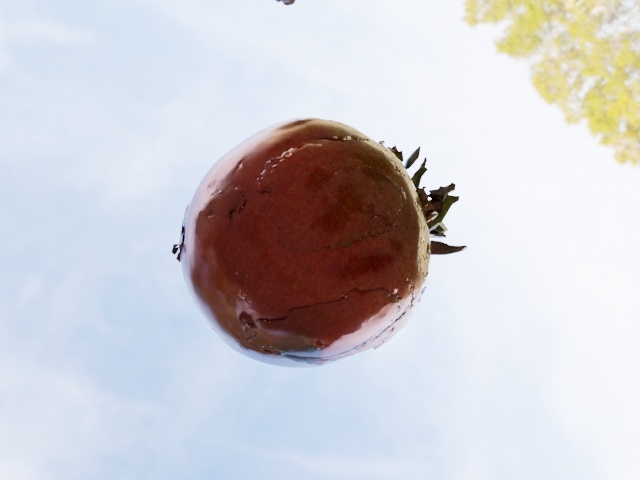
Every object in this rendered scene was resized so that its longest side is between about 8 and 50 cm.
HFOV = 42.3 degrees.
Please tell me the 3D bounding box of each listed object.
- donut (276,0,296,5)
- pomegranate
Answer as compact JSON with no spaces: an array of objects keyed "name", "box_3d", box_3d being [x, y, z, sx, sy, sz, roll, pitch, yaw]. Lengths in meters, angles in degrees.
[{"name":"donut","box_3d":[-0.062,-0.334,0.844,0.166,0.117,0.065,45,-114,2]},{"name":"pomegranate","box_3d":[0.000,0.000,0.685,0.235,0.210,0.210,-20,-110,-23]}]
